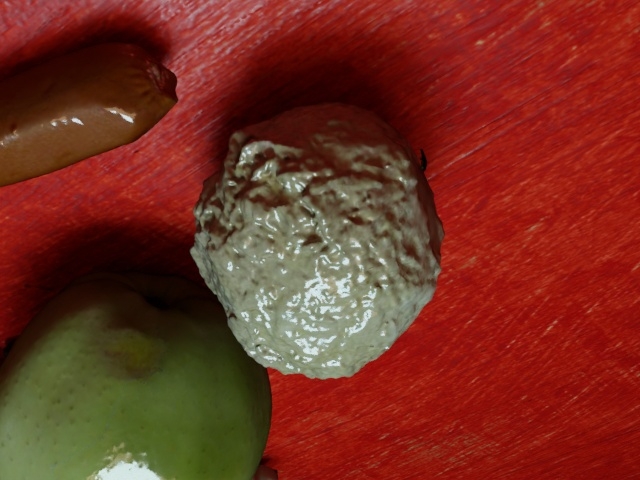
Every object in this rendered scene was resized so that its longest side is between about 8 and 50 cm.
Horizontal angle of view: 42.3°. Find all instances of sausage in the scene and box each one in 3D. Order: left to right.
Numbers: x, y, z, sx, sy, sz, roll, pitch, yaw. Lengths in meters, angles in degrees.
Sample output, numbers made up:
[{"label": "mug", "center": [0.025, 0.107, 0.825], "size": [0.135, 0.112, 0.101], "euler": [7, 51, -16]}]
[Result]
[{"label": "sausage", "center": [-0.304, -0.106, 0.810], "size": [0.349, 0.097, 0.094], "euler": [-18, 131, 12]}]

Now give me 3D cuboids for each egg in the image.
[{"label": "egg", "center": [0.000, 0.000, 0.871], "size": [0.279, 0.279, 0.310], "euler": [-9, 129, 0]}]

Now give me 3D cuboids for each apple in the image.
[{"label": "apple", "center": [-0.226, 0.211, 1.027], "size": [0.357, 0.357, 0.357], "euler": [-5, 141, -4]}]

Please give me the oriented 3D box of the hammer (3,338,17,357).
[{"label": "hammer", "center": [-0.411, 0.245, 1.248], "size": [0.111, 0.033, 0.287], "euler": [26, 145, 31]}]

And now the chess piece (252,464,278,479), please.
[{"label": "chess piece", "center": [-0.255, 0.459, 1.481], "size": [0.330, 0.182, 0.182], "euler": [21, 133, -23]}]
